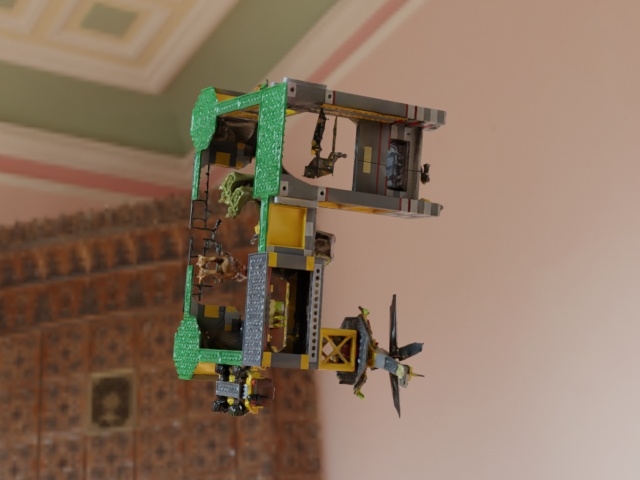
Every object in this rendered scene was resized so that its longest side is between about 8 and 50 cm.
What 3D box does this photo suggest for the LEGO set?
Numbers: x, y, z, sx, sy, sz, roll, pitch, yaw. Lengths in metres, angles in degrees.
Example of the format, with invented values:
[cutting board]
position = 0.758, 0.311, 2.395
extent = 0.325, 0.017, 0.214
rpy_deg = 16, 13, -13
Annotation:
[LEGO set]
position = 0.000, 0.000, 1.129
extent = 0.192, 0.331, 0.255
rpy_deg = 7, -14, -28
